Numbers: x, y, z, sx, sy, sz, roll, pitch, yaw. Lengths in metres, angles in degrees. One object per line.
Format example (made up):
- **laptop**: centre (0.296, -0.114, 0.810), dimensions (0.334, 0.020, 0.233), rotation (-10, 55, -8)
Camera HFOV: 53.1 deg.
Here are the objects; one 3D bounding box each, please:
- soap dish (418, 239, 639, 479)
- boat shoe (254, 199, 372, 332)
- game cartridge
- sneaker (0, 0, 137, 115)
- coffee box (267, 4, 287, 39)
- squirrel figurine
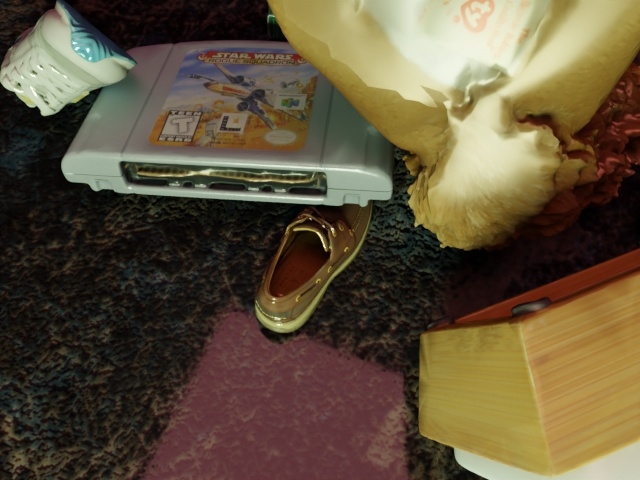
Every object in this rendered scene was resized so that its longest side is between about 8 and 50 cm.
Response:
- **soap dish**: centre (0.224, 0.070, 0.458), dimensions (0.291, 0.229, 0.118), rotation (-19, 83, -11)
- **boat shoe**: centre (-0.001, 0.000, 0.587), dimensions (0.064, 0.060, 0.178), rotation (27, 65, 12)
- **game cartridge**: centre (-0.075, -0.123, 0.626), dimensions (0.297, 0.062, 0.198), rotation (3, 52, 5)
- **sneaker**: centre (-0.244, -0.163, 0.606), dimensions (0.087, 0.229, 0.092), rotation (40, 80, -30)
- **coffee box**: centre (0.033, -0.284, 0.747), dimensions (0.184, 0.040, 0.113), rotation (3, 63, -1)
- **squirrel figurine**: centre (0.157, -0.202, 0.573), dimensions (0.281, 0.397, 0.370), rotation (-9, 25, 22)
